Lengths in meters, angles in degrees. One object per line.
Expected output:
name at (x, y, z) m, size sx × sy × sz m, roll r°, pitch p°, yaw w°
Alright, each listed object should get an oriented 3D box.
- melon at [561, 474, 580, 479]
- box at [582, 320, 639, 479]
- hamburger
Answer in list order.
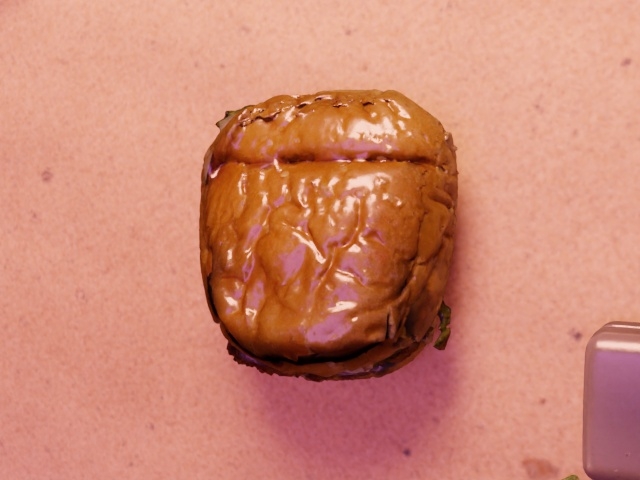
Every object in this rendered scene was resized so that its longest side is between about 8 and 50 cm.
melon at (0.194, 0.275, 0.723) m, size 0.118 × 0.064 × 0.209 m, roll -43°, pitch 81°, yaw 18°
box at (0.286, 0.110, 0.660) m, size 0.244 × 0.055 × 0.103 m, roll 3°, pitch 98°, yaw 25°
hamburger at (0.000, 0.000, 0.740) m, size 0.183 × 0.130 × 0.206 m, roll 2°, pitch 95°, yaw 22°
